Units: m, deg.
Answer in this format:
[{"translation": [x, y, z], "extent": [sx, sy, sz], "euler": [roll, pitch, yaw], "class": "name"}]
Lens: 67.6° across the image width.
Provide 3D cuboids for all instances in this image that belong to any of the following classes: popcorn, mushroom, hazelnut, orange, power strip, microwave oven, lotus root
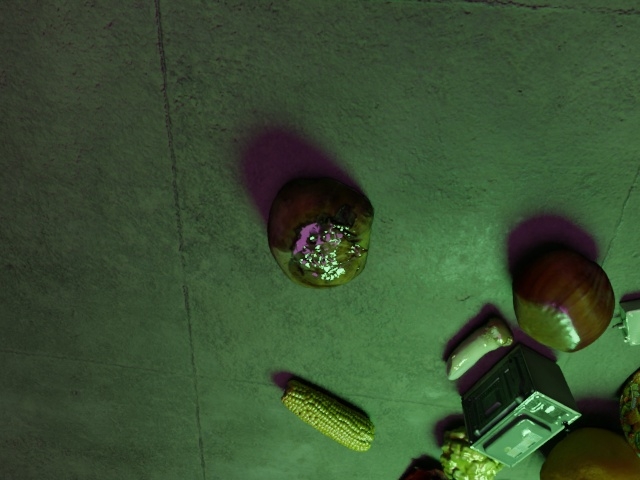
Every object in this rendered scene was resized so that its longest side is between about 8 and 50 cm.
[{"translation": [0.406, 0.600, 1.313], "extent": [0.173, 0.142, 0.174], "euler": [1, 112, 3], "class": "popcorn"}, {"translation": [0.389, 0.274, 1.195], "extent": [0.084, 0.071, 0.209], "euler": [15, 127, -37], "class": "mushroom"}, {"translation": [0.523, 0.129, 1.048], "extent": [0.210, 0.210, 0.186], "euler": [32, 141, -9], "class": "hazelnut"}, {"translation": [0.716, 0.635, 1.203], "extent": [0.311, 0.312, 0.313], "euler": [3, 117, 6], "class": "orange"}, {"translation": [0.861, 0.158, 1.082], "extent": [0.366, 0.043, 0.106], "euler": [-15, 114, 14], "class": "power strip"}, {"translation": [0.481, 0.414, 1.184], "extent": [0.145, 0.194, 0.241], "euler": [30, 119, -6], "class": "microwave oven"}, {"translation": [0.000, 0.000, 1.052], "extent": [0.271, 0.192, 0.273], "euler": [1, 112, 2], "class": "lotus root"}]

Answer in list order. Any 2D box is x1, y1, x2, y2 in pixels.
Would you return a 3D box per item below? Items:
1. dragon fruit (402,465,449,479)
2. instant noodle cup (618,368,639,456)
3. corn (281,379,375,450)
[{"translation": [0.344, 0.851, 1.475], "extent": [0.227, 0.286, 0.329], "euler": [6, 148, -31], "class": "dragon fruit"}, {"translation": [0.878, 0.425, 1.116], "extent": [0.190, 0.251, 0.251], "euler": [22, 118, -13], "class": "instant noodle cup"}, {"translation": [0.032, 0.497, 1.337], "extent": [0.310, 0.101, 0.102], "euler": [32, 117, -9], "class": "corn"}]
